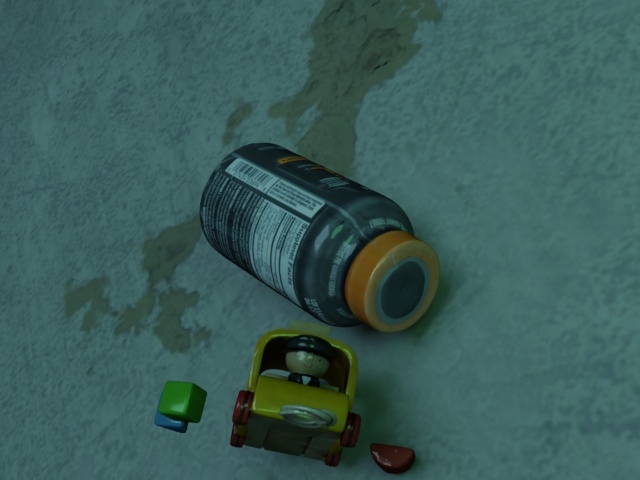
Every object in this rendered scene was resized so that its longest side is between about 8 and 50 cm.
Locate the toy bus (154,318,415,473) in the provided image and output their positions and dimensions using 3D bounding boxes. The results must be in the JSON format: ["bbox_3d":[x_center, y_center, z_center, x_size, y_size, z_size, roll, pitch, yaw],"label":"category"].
[{"bbox_3d":[-0.018,0.122,0.794,0.202,0.191,0.104,-9,60,38],"label":"toy bus"}]

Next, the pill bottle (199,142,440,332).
[{"bbox_3d":[0.000,0.000,0.896,0.246,0.130,0.130,30,87,46],"label":"pill bottle"}]
